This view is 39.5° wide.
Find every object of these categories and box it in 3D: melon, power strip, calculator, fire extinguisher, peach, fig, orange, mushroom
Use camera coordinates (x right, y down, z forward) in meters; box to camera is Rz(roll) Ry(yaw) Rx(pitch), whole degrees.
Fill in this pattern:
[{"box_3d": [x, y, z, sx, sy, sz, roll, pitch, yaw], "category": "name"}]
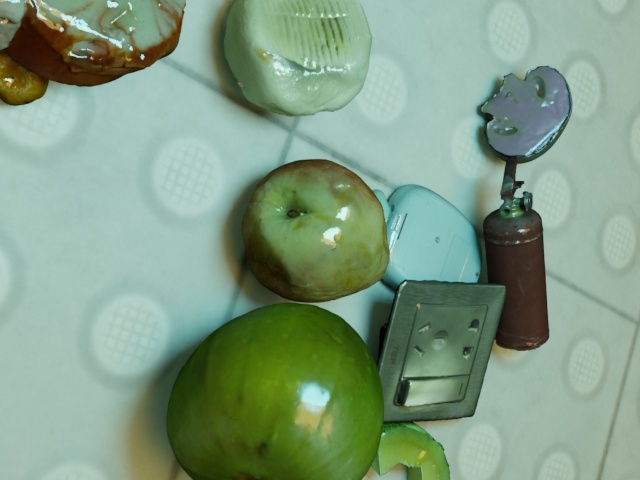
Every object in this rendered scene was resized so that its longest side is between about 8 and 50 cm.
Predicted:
[{"box_3d": [0.151, 0.372, 1.531, 0.209, 0.064, 0.118, 29, 80, -31], "category": "melon"}, {"box_3d": [0.186, 0.184, 1.527, 0.257, 0.092, 0.251, 5, 98, -37], "category": "power strip"}, {"box_3d": [0.178, 0.007, 1.541, 0.295, 0.042, 0.184, 29, 75, -35], "category": "calculator"}, {"box_3d": [0.353, 0.020, 1.604, 0.147, 0.106, 0.337, -56, 142, -58], "category": "fire extinguisher"}, {"box_3d": [0.000, 0.000, 1.324, 0.235, 0.214, 0.214, 47, 65, -46], "category": "peach"}, {"box_3d": [-0.050, 0.218, 1.252, 0.316, 0.316, 0.316, -2, 93, -36], "category": "fig"}, {"box_3d": [-0.379, -0.209, 1.107, 0.086, 0.062, 0.086, -6, 120, -10], "category": "orange"}, {"box_3d": [0.380, -0.218, 1.637, 0.188, 0.141, 0.117, -51, 153, -8], "category": "mushroom"}]

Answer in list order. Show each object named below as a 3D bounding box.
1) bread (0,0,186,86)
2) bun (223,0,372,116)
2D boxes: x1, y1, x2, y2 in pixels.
[{"box_3d": [-0.316, -0.344, 1.076, 0.328, 0.114, 0.295, 18, 63, -35], "category": "bread"}, {"box_3d": [-0.035, -0.278, 1.317, 0.229, 0.145, 0.229, 8, 60, -15], "category": "bun"}]
